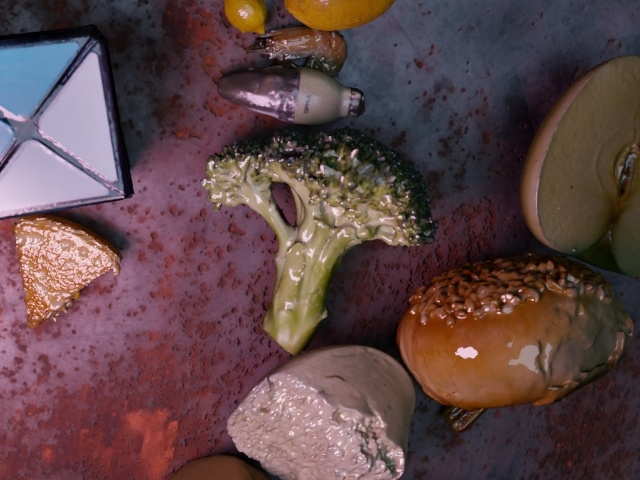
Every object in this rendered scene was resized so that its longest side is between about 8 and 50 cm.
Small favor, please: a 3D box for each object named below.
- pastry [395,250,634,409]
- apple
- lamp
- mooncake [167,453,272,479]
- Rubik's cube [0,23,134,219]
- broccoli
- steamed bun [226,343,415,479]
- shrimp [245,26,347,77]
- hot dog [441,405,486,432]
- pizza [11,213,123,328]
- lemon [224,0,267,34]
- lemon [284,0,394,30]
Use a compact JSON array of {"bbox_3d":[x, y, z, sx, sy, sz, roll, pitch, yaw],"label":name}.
[{"bbox_3d":[0.330,0.149,1.375,0.410,0.409,0.245,-10,89,-13],"label":"pastry"},{"bbox_3d":[0.536,-0.130,1.406,0.312,0.320,0.360,20,93,20],"label":"apple"},{"bbox_3d":[-0.050,-0.242,1.301,0.250,0.101,0.101,5,102,-6],"label":"lamp"},{"bbox_3d":[-0.191,0.571,1.337,0.378,0.378,0.201,-45,115,-1],"label":"mooncake"},{"bbox_3d":[-0.417,-0.172,1.142,0.246,0.250,0.248,-12,104,-13],"label":"Rubik's cube"},{"bbox_3d":[0.031,-0.003,1.326,0.353,0.275,0.397,-5,102,31],"label":"broccoli"},{"bbox_3d":[-0.008,0.294,1.339,0.272,0.273,0.290,38,136,-18],"label":"steamed bun"},{"bbox_3d":[-0.041,-0.318,1.328,0.180,0.041,0.099,-2,120,-16],"label":"shrimp"},{"bbox_3d":[0.317,0.317,1.578,0.165,0.045,0.071,-43,109,-2],"label":"hot dog"},{"bbox_3d":[-0.440,0.056,1.295,0.188,0.062,0.199,27,102,-8],"label":"pizza"},{"bbox_3d":[-0.120,-0.375,1.273,0.065,0.065,0.092,-42,110,-2],"label":"lemon"},{"bbox_3d":[0.038,-0.426,1.251,0.207,0.170,0.170,-16,108,-7],"label":"lemon"}]
